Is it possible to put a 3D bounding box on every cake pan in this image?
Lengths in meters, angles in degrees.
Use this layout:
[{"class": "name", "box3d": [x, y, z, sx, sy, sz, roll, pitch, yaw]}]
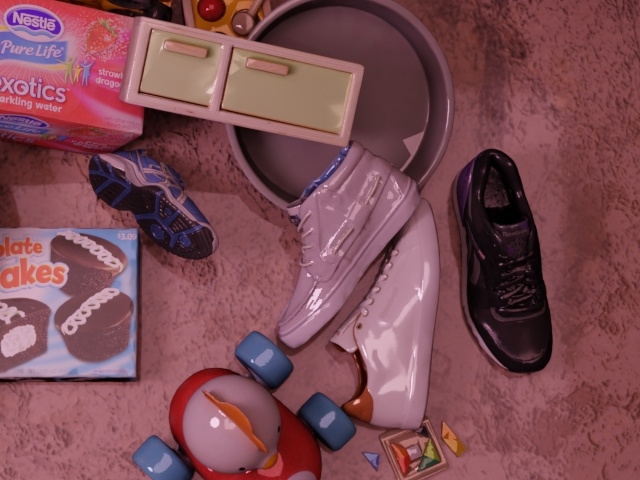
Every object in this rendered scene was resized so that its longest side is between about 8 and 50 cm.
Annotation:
[{"class": "cake pan", "box3d": [0.022, -0.169, 1.790, 0.293, 0.054, 0.293, -2, 99, -12]}]

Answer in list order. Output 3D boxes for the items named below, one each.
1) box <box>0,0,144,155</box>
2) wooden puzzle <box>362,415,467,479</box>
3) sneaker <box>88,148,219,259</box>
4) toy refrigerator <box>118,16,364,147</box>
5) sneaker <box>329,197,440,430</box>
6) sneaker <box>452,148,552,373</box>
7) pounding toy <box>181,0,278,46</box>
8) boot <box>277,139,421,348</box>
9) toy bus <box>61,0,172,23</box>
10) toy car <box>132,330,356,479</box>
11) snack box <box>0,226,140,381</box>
[{"class": "box", "box3d": [-0.370, -0.208, 1.714, 0.300, 0.142, 0.154, 9, 77, -27]}, {"class": "wooden puzzle", "box3d": [0.118, 0.262, 1.779, 0.116, 0.014, 0.078, -29, 83, -8]}, {"class": "sneaker", "box3d": [-0.192, -0.054, 1.752, 0.081, 0.080, 0.211, -26, 54, -39]}, {"class": "toy refrigerator", "box3d": [-0.093, -0.187, 1.683, 0.269, 0.094, 0.102, 11, 96, -14]}, {"class": "sneaker", "box3d": [0.079, 0.084, 1.762, 0.123, 0.106, 0.290, 7, 80, -5]}, {"class": "sneaker", "box3d": [0.227, 0.026, 1.775, 0.107, 0.124, 0.283, -13, 81, -6]}, {"class": "pounding toy", "box3d": [-0.102, -0.281, 1.821, 0.141, 0.100, 0.130, -9, 80, -6]}, {"class": "boot", "box3d": [0.000, 0.000, 1.748, 0.123, 0.095, 0.258, 37, 92, -17]}, {"class": "toy bus", "box3d": [-0.286, -0.358, 1.769, 0.211, 0.220, 0.149, 8, 84, 4]}, {"class": "toy car", "box3d": [-0.087, 0.232, 1.655, 0.210, 0.238, 0.219, 44, 80, 4]}, {"class": "snack box", "box3d": [-0.385, 0.079, 1.752, 0.322, 0.060, 0.187, 0, 78, -4]}]
